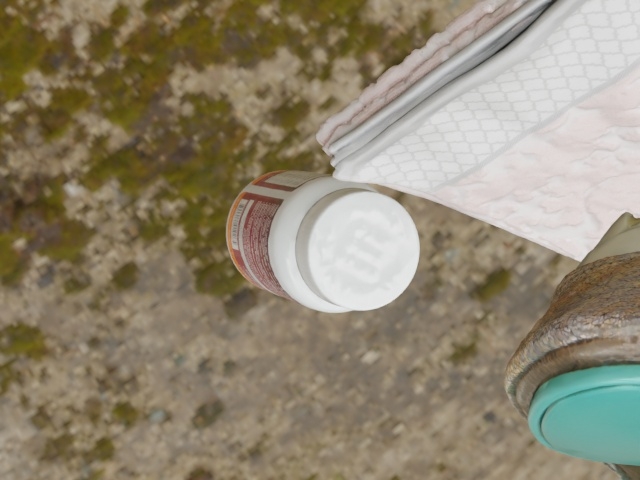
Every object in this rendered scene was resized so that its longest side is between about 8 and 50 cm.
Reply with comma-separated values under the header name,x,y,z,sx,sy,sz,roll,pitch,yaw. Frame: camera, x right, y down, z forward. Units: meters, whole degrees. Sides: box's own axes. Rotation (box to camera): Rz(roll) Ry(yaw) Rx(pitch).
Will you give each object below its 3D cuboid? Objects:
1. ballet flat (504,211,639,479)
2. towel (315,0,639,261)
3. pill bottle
name,x,y,z,sx,sy,sz,roll,pitch,yaw
ballet flat,0.142,0.048,0.551,0.108,0.106,0.316,-2,158,20
towel,0.215,-0.093,1.013,0.317,0.053,0.332,15,146,-34
pill bottle,0.000,0.000,1.286,0.121,0.221,0.121,-2,96,-19
